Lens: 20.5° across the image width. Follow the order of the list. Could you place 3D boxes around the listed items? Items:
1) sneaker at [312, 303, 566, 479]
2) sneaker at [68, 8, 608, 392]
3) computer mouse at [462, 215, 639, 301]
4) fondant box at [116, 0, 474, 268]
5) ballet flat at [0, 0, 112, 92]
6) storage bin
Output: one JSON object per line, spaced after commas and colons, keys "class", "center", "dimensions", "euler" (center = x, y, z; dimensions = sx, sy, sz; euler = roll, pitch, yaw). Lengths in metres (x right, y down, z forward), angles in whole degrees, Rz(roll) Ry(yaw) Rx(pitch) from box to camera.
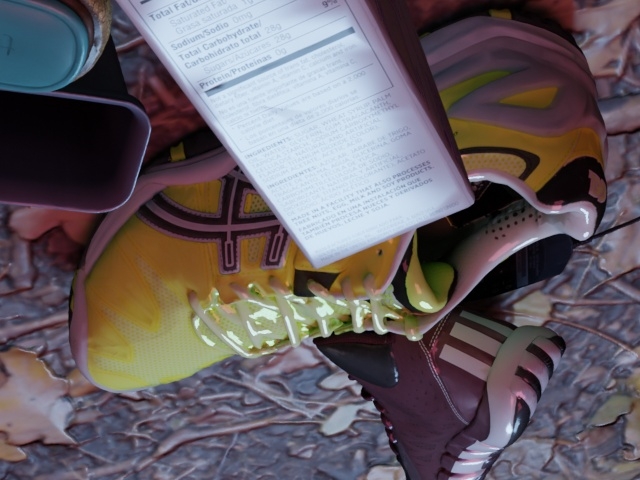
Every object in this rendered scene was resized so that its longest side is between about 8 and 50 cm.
{"class": "sneaker", "center": [0.064, 0.096, 1.256], "dimensions": [0.162, 0.106, 0.281], "euler": [28, 153, 4]}
{"class": "sneaker", "center": [0.000, 0.000, 1.101], "dimensions": [0.385, 0.147, 0.145], "euler": [-31, 134, 18]}
{"class": "computer mouse", "center": [0.183, -0.015, 1.212], "dimensions": [0.242, 0.041, 0.071], "euler": [-16, 144, -7]}
{"class": "fondant box", "center": [-0.043, -0.169, 0.819], "dimensions": [0.096, 0.238, 0.330], "euler": [-22, 147, 8]}
{"class": "ballet flat", "center": [-0.278, -0.159, 0.907], "dimensions": [0.348, 0.123, 0.123], "euler": [10, 130, -18]}
{"class": "storage bin", "center": [-0.174, -0.077, 1.025], "dimensions": [0.135, 0.091, 0.098], "euler": [6, 131, -18]}
